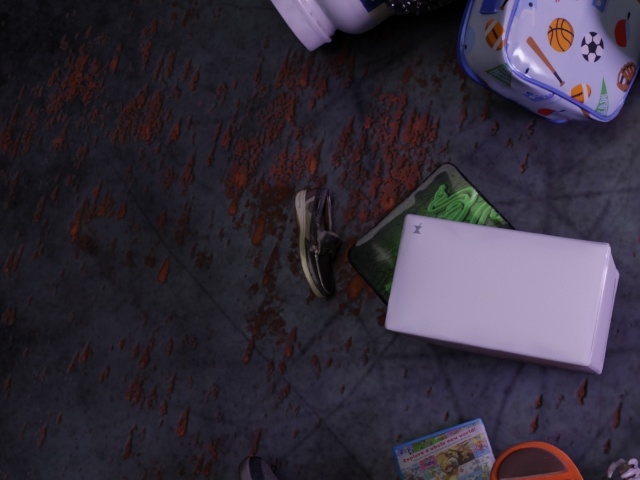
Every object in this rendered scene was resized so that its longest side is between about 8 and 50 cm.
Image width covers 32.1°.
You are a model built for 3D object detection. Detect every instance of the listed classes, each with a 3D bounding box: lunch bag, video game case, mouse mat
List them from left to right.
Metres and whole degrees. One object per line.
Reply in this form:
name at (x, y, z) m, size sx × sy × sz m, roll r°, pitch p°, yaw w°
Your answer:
mouse mat at (0.144, 0.009, 1.437) m, size 0.190 × 0.007 × 0.152 m, roll -43°, pitch 69°, yaw 5°
video game case at (0.165, 0.313, 1.352) m, size 0.119 × 0.015 × 0.166 m, roll -21°, pitch 68°, yaw 13°
lunch bag at (0.292, -0.306, 1.329) m, size 0.115 × 0.243 × 0.303 m, roll 10°, pitch 81°, yaw 58°

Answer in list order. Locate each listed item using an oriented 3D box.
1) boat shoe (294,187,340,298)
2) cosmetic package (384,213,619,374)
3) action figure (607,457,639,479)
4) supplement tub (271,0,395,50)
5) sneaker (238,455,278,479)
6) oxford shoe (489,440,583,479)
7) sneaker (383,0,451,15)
boat shoe at (0.000, 0.000, 1.460) m, size 0.049 × 0.056 × 0.152 m, roll -16°, pitch 74°, yaw 20°
cosmetic package at (0.216, 0.067, 1.279) m, size 0.224 × 0.225 × 0.138 m, roll 9°, pitch 83°, yaw 19°
action figure at (0.389, 0.300, 1.220) m, size 0.275 × 0.141 × 0.164 m, roll -51°, pitch 54°, yaw 2°
supplement tub at (0.069, -0.415, 1.430) m, size 0.325 × 0.235 × 0.235 m, roll -32°, pitch 70°, yaw 10°
sneaker at (-0.009, 0.352, 1.373) m, size 0.130 × 0.087 × 0.227 m, roll -32°, pitch 73°, yaw 8°
oxford shoe at (0.284, 0.393, 1.182) m, size 0.130 × 0.132 × 0.363 m, roll -16°, pitch 47°, yaw 3°
sneaker at (0.154, -0.356, 1.295) m, size 0.234 × 0.078 × 0.106 m, roll -41°, pitch 35°, yaw 49°
